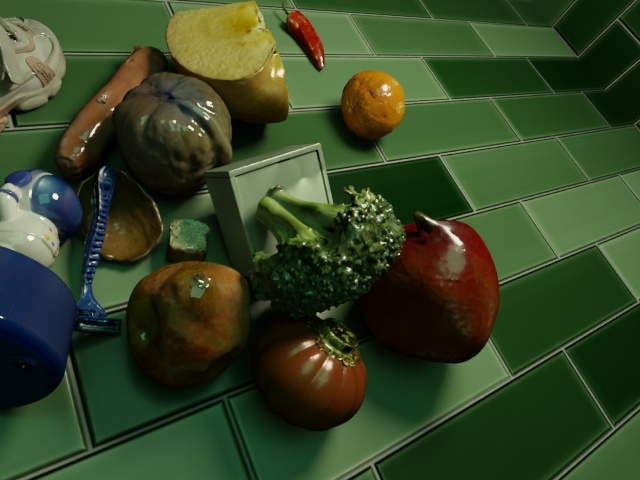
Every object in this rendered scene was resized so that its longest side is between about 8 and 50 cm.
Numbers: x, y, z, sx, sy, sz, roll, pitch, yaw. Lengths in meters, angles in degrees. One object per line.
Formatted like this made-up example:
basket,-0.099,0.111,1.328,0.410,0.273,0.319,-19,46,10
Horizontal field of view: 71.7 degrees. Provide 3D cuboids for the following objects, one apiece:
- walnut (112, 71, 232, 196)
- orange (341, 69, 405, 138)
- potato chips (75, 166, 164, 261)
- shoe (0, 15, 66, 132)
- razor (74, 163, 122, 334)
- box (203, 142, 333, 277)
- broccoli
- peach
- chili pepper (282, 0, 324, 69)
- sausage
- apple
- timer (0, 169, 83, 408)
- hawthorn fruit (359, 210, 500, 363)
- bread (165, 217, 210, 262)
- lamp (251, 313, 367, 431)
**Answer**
walnut,-0.300,-0.217,0.928,0.249,0.248,0.248,12,57,-18
orange,0.152,-0.389,1.267,0.161,0.193,0.193,-17,69,-36
potato chips,-0.401,-0.046,0.880,0.150,0.049,0.201,-41,82,-15
shoe,-0.642,-0.353,0.869,0.172,0.198,0.350,24,55,-12
razor,-0.412,0.010,0.814,0.093,0.056,0.324,28,52,-60
box,-0.097,-0.066,0.937,0.225,0.117,0.224,-26,112,-34
broccoli,0.007,0.019,0.794,0.288,0.260,0.235,-6,99,-59
peach,-0.218,0.125,0.754,0.214,0.235,0.214,17,45,-18
chili pepper,-0.049,-0.658,1.417,0.272,0.071,0.063,58,16,9
sausage,-0.459,-0.300,0.987,0.094,0.094,0.418,0,52,21
apple,-0.199,-0.419,1.070,0.314,0.252,0.309,17,47,-47
timer,-0.491,0.032,0.695,0.271,0.270,0.383,14,44,-17
hawthorn fruit,0.238,0.104,0.933,0.295,0.311,0.295,19,33,-13
bread,-0.270,0.004,0.902,0.083,0.070,0.076,10,58,-21
lamp,-0.020,0.233,0.801,0.223,0.196,0.223,36,14,-11
